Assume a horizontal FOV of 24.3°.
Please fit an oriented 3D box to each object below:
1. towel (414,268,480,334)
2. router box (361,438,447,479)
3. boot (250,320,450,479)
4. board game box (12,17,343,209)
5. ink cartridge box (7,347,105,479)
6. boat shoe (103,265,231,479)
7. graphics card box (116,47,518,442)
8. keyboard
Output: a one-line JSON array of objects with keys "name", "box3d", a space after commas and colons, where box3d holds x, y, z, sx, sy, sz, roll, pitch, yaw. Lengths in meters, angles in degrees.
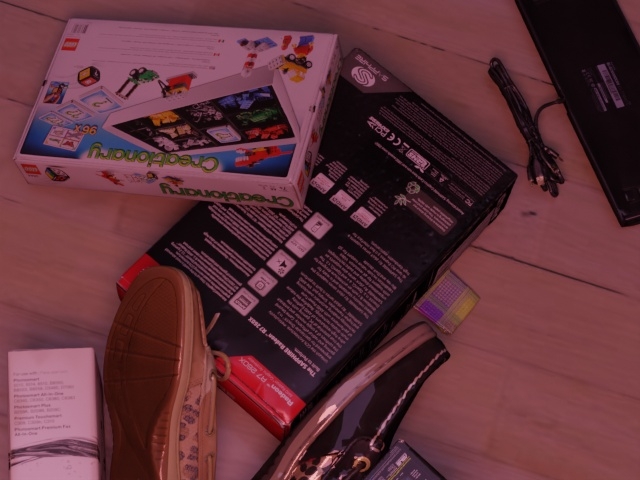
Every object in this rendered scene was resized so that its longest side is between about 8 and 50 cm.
[{"name": "towel", "box3d": [0.122, 0.055, 1.578, 0.083, 0.009, 0.060, 39, 70, 8]}, {"name": "router box", "box3d": [0.066, 0.254, 1.338, 0.092, 0.038, 0.122, 42, 79, 10]}, {"name": "boot", "box3d": [0.067, 0.293, 1.413, 0.284, 0.138, 0.377, 39, 74, 10]}, {"name": "board game box", "box3d": [-0.145, -0.136, 1.537, 0.305, 0.053, 0.193, 6, 59, 16]}, {"name": "ink cartridge box", "box3d": [-0.247, 0.216, 1.403, 0.085, 0.148, 0.203, -2, 70, -6]}, {"name": "boat shoe", "box3d": [-0.144, 0.164, 1.420, 0.104, 0.089, 0.285, 12, 100, 40]}, {"name": "graphics card box", "box3d": [0.000, 0.000, 1.537, 0.232, 0.094, 0.371, 39, 72, 13]}, {"name": "keyboard", "box3d": [0.287, -0.159, 1.667, 0.201, 0.033, 0.317, -15, 71, -18]}]
